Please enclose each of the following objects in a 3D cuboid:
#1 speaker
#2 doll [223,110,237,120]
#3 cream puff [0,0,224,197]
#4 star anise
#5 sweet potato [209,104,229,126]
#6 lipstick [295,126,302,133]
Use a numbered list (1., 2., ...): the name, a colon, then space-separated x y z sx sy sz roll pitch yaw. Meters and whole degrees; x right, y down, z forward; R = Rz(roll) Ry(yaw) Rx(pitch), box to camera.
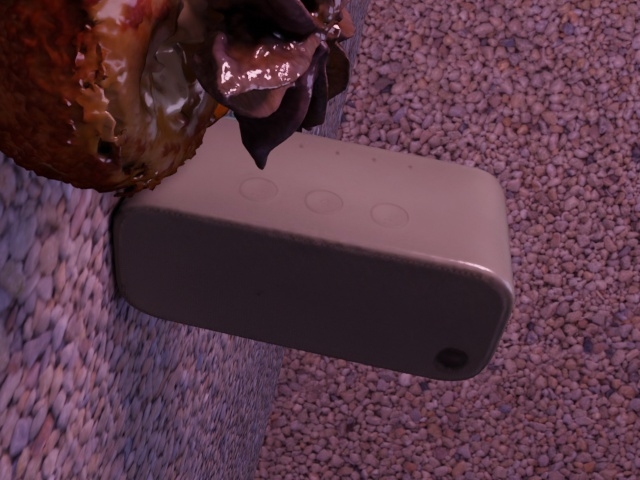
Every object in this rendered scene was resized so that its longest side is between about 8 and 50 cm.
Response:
1. speaker: 0.000 0.000 0.930 0.184 0.406 0.183 -75 176 -46
2. doll: -0.114 -0.124 1.201 0.158 0.059 0.159 -67 168 -53
3. cream puff: -0.131 -0.148 0.520 0.240 0.164 0.240 -55 161 -30
4. star anise: -0.015 -0.148 0.503 0.212 0.073 0.197 57 52 -78
5. sweet potato: -0.125 -0.161 0.798 0.359 0.112 0.112 -72 174 -56
6. lipstick: -0.062 -0.247 1.301 0.300 0.081 0.081 95 11 -64
